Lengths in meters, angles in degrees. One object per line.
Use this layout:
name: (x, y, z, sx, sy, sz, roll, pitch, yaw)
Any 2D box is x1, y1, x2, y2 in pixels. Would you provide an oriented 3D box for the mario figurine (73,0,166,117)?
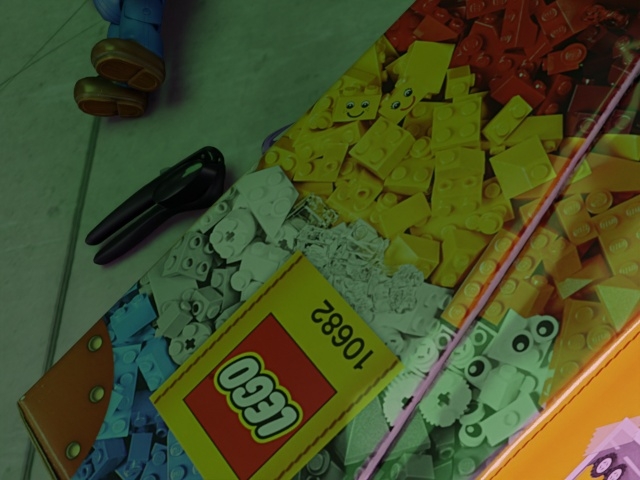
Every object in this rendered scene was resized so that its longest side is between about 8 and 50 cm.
mario figurine: (-0.240, -0.305, 1.392, 0.198, 0.170, 0.321, -14, 59, 28)

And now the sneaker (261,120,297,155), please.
sneaker: (0.013, -0.115, 1.182, 0.169, 0.071, 0.068, -19, 55, 23)

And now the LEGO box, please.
LEGO box: (0.154, 0.105, 0.683, 0.372, 0.500, 0.193, -45, 50, 2)

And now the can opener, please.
can opener: (-0.171, -0.038, 1.265, 0.186, 0.073, 0.059, -31, 59, 26)
